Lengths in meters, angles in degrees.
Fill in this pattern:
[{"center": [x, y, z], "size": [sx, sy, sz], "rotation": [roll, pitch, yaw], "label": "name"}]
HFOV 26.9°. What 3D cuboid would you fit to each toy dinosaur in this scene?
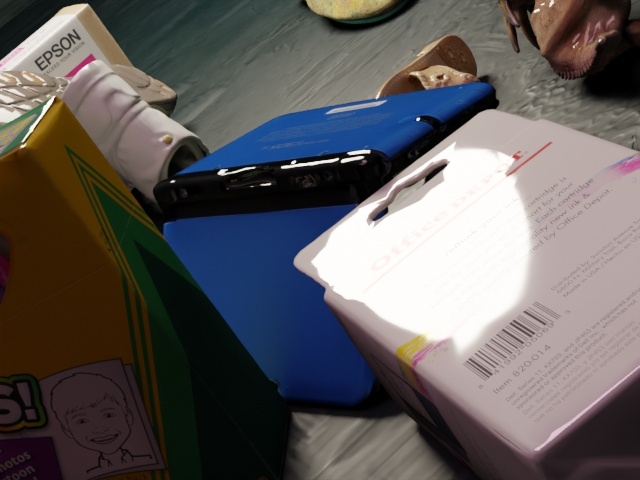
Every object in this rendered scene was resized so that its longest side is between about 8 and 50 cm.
[{"center": [0.235, -0.221, 1.246], "size": [0.200, 0.127, 0.296], "rotation": [-29, 36, 30], "label": "toy dinosaur"}]

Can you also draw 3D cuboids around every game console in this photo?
[{"center": [0.000, 0.000, 1.141], "size": [0.250, 0.173, 0.293], "rotation": [-33, 20, -37], "label": "game console"}]

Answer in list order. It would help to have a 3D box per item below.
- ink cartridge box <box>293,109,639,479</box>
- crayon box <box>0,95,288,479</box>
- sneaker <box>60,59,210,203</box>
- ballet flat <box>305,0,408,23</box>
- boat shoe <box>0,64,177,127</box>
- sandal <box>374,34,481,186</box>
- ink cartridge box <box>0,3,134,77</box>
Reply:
[{"center": [0.143, 0.043, 0.853], "size": [0.207, 0.119, 0.353], "rotation": [-38, 26, -8], "label": "ink cartridge box"}, {"center": [-0.259, 0.112, 1.008], "size": [0.363, 0.313, 0.106], "rotation": [-27, 25, 17], "label": "crayon box"}, {"center": [-0.212, -0.076, 1.556], "size": [0.108, 0.169, 0.292], "rotation": [-50, -9, -18], "label": "sneaker"}, {"center": [0.012, -0.370, 1.805], "size": [0.123, 0.123, 0.348], "rotation": [-37, 24, -5], "label": "ballet flat"}, {"center": [-0.315, -0.130, 1.663], "size": [0.132, 0.130, 0.355], "rotation": [34, 27, 27], "label": "boat shoe"}, {"center": [0.121, -0.143, 1.274], "size": [0.079, 0.088, 0.240], "rotation": [-25, 20, 35], "label": "sandal"}, {"center": [-0.356, -0.174, 1.815], "size": [0.235, 0.193, 0.088], "rotation": [-46, 26, -23], "label": "ink cartridge box"}]
